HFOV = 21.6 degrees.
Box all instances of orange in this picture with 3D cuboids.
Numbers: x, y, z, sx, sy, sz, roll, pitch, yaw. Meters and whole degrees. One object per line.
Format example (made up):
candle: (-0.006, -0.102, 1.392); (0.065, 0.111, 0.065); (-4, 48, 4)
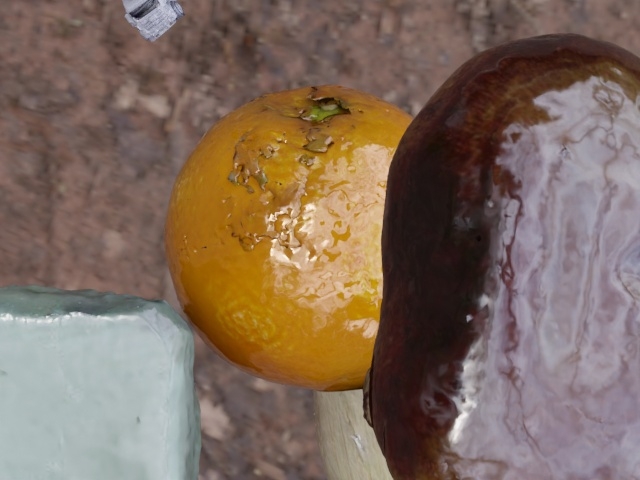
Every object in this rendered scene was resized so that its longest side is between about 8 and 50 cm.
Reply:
orange: (0.000, 0.000, 1.305); (0.246, 0.246, 0.246); (-11, 108, -37)

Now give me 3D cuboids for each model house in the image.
model house: (-0.210, 0.106, 1.319); (0.267, 0.325, 0.194); (3, 100, 6)

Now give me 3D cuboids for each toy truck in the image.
toy truck: (-0.129, -0.189, 1.267); (0.039, 0.083, 0.044); (-32, 120, 17)

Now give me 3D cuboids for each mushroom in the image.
mushroom: (0.069, 0.033, 0.746); (0.148, 0.217, 0.227); (19, 74, -14)

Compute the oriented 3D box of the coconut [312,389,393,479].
coconut: (0.158, 0.149, 1.518); (0.346, 0.346, 0.360); (-4, 70, -39)
